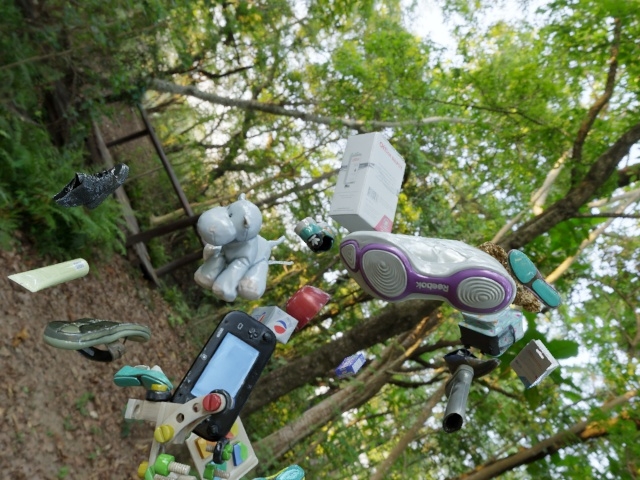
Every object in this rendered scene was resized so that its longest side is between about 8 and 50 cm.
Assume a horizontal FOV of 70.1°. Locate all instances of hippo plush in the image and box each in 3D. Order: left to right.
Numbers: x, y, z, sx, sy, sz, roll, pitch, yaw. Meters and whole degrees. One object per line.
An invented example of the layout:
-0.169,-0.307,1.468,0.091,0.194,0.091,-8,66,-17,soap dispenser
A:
-0.222,0.017,1.282,0.237,0.293,0.234,90,-17,-45,hippo plush

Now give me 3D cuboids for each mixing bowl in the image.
-0.060,0.229,1.643,0.098,0.181,0.181,44,-14,0,mixing bowl

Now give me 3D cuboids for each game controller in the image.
-0.244,0.338,1.172,0.166,0.319,0.067,39,-33,-14,game controller

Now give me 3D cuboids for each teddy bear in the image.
0.689,0.155,1.711,0.338,0.113,0.245,46,2,-37,teddy bear

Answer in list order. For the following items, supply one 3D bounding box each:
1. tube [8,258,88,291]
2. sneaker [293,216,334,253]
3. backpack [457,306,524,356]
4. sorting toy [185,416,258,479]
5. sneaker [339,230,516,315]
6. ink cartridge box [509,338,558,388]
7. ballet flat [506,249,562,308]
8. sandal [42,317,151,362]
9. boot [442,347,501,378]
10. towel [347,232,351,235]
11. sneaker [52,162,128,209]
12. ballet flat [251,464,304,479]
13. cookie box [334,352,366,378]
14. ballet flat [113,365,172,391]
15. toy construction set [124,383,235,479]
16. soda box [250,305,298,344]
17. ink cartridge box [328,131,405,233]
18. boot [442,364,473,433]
-0.822,0.107,1.402,0.240,0.069,0.062,-35,110,-75,tube
0.000,0.000,1.724,0.121,0.108,0.302,51,12,16,sneaker
0.560,0.273,1.481,0.165,0.188,0.145,7,-73,59,backpack
-0.298,0.633,1.391,0.038,0.193,0.208,-33,-99,40,sorting toy
0.184,0.049,0.822,0.152,0.304,0.114,-45,148,-65,sneaker
0.752,0.424,1.593,0.181,0.061,0.104,102,-31,-46,ink cartridge box
0.663,0.125,1.443,0.221,0.077,0.079,49,-1,9,ballet flat
-0.456,0.208,0.932,0.303,0.120,0.087,51,45,-80,sandal
0.540,0.440,1.653,0.106,0.082,0.219,55,-43,7,boot
0.232,0.039,1.832,0.285,0.034,0.209,46,-43,10,towel
-0.547,-0.137,1.094,0.051,0.170,0.089,32,-13,32,sneaker
-0.125,0.638,1.153,0.077,0.077,0.231,36,13,33,ballet flat
0.122,0.510,1.859,0.091,0.107,0.040,-28,-89,34,cookie box
-0.636,0.494,1.668,0.087,0.247,0.083,-66,151,-52,ballet flat
-0.339,0.440,0.959,0.309,0.237,0.258,-19,118,-80,toy construction set
-0.180,0.295,1.604,0.098,0.091,0.286,36,-20,-14,soda box
0.155,-0.166,1.448,0.117,0.283,0.207,1,-22,38,ink cartridge box
0.421,0.515,1.426,0.209,0.075,0.190,-61,160,-50,boot
